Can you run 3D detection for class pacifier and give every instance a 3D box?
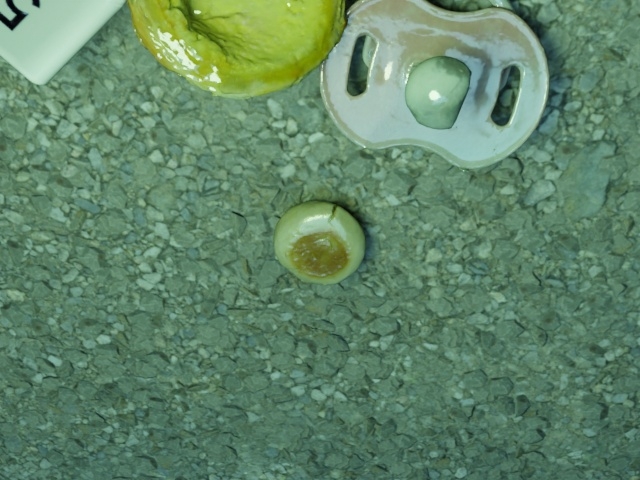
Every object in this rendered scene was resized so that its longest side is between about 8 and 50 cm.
[{"bbox_3d":[0.162,-0.224,1.313,0.331,0.273,0.220,12,143,-1],"label":"pacifier"}]

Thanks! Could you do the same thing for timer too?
[{"bbox_3d":[-0.373,-0.367,1.275,0.195,0.192,0.194,-35,116,27],"label":"timer"}]

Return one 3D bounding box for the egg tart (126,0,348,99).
[{"bbox_3d":[-0.117,-0.332,1.270,0.314,0.315,0.120,26,168,-13],"label":"egg tart"}]

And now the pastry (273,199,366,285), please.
[{"bbox_3d":[0.000,0.000,1.567,0.156,0.092,0.157,1,128,2],"label":"pastry"}]
